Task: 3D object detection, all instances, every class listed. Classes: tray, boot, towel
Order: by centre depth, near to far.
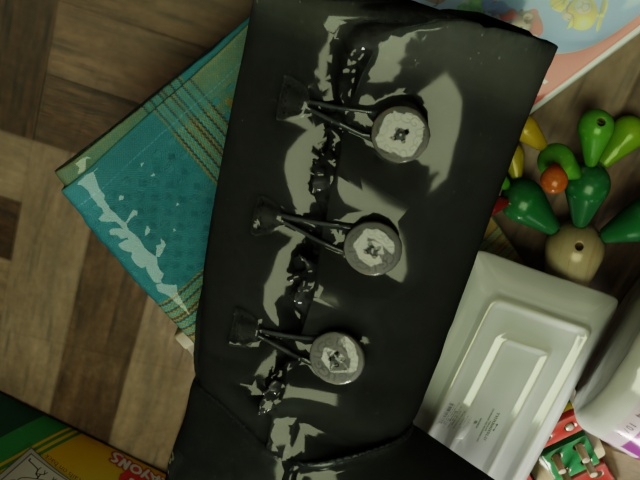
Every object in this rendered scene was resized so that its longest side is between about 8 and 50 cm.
[{"bbox_3d":[0.087,0.056,0.784,0.367,0.146,0.445,12,99,-6],"label":"boot"},{"bbox_3d":[0.000,0.000,0.867,0.271,0.040,0.370,-40,112,-5],"label":"towel"},{"bbox_3d":[0.138,0.150,0.893,0.145,0.030,0.270,19,107,-14],"label":"tray"}]

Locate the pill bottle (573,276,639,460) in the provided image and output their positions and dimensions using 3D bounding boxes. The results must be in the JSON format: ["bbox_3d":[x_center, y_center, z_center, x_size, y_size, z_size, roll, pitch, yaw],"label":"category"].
[{"bbox_3d":[0.378,0.152,0.863,0.301,0.169,0.169,29,120,7],"label":"pill bottle"}]

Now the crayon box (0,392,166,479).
[{"bbox_3d":[-0.223,0.347,0.996,0.363,0.313,0.106,29,119,-10],"label":"crayon box"}]

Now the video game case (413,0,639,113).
[{"bbox_3d":[0.126,-0.241,0.782,0.204,0.025,0.285,-37,110,24],"label":"video game case"}]

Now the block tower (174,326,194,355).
[{"bbox_3d":[0.003,0.150,0.985,0.091,0.097,0.335,-31,110,22],"label":"block tower"}]

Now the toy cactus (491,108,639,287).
[{"bbox_3d":[0.221,-0.020,0.860,0.219,0.112,0.180,1,126,-2],"label":"toy cactus"}]

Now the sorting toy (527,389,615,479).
[{"bbox_3d":[0.195,0.203,0.978,0.132,0.046,0.274,-27,126,7],"label":"sorting toy"}]
